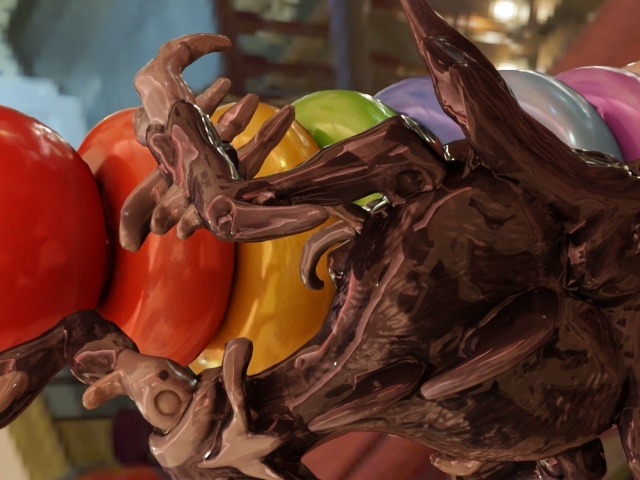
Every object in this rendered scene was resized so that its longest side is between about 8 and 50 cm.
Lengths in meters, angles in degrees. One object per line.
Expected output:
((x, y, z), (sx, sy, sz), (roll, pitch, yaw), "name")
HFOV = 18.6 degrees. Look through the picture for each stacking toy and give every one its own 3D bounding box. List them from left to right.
((0.000, 0.000, 0.655), (0.141, 0.330, 0.141), (-2, 88, 61), "stacking toy")

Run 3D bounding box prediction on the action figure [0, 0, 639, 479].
((-0.007, 0.024, 0.529), (0.275, 0.164, 0.141), (-25, 24, 11), "action figure")
